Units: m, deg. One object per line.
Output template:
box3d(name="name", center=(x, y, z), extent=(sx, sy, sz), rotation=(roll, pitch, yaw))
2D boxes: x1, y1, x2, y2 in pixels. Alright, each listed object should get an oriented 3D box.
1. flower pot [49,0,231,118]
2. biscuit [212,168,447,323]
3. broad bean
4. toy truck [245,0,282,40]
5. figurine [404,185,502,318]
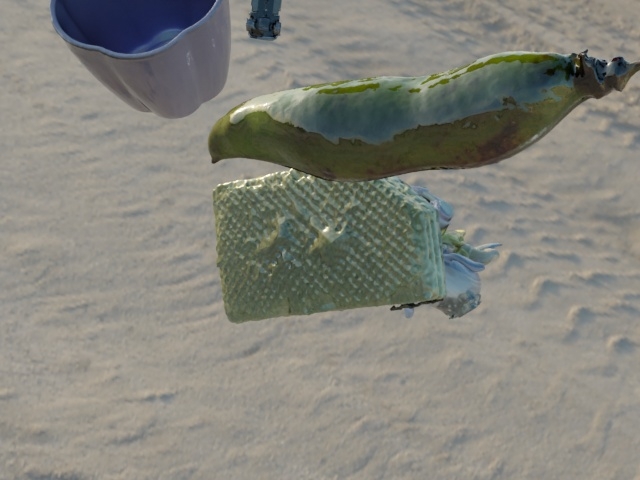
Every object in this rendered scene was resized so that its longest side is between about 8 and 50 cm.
box3d(name="flower pot", center=(-0.255, -0.319, 1.371), extent=(0.265, 0.243, 0.265), rotation=(-1, 66, 2))
box3d(name="biscuit", center=(0.000, 0.000, 0.881), extent=(0.252, 0.150, 0.052), rotation=(-8, -6, 35))
box3d(name="broad bean", center=(0.060, -0.084, 0.643), extent=(0.339, 0.077, 0.061), rotation=(-6, 0, 23))
box3d(name="toy truck", center=(-0.054, -0.248, 0.926), extent=(0.039, 0.083, 0.044), rotation=(7, 11, -1))
box3d(name="figurine", center=(0.148, 0.017, 1.168), extent=(0.209, 0.128, 0.183), rotation=(6, 53, -55))
